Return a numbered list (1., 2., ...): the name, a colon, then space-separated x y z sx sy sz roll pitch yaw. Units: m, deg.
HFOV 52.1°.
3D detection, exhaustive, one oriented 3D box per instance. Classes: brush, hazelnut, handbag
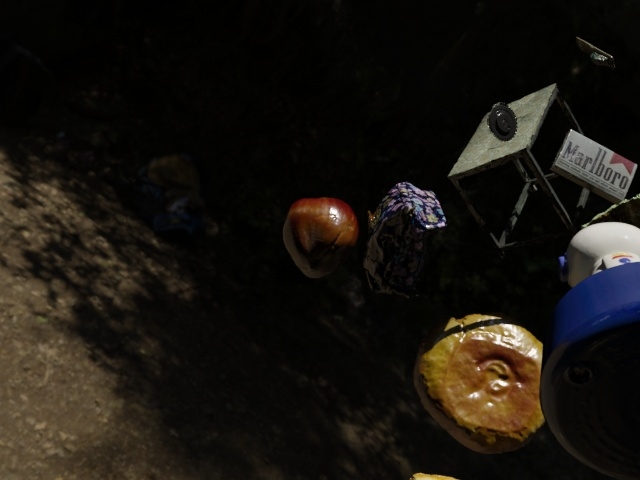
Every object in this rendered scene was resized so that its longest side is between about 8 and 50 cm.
1. brush: 0.665 -0.458 1.607 0.034 0.027 0.190 58 11 -31
2. hazelnut: 0.000 0.000 1.806 0.229 0.229 0.229 38 12 -9
3. handbag: 0.154 0.001 1.271 0.127 0.208 0.229 21 19 -8

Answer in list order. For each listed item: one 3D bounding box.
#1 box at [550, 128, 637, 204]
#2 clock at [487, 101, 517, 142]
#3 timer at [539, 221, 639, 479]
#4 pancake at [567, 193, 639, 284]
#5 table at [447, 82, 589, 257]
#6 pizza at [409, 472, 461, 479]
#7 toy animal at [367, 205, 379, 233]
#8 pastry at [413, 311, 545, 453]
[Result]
1. box: 0.639 -0.172 1.535 0.177 0.115 0.036 30 -22 4
2. clock: 0.370 -0.237 1.324 0.083 0.074 0.010 35 -13 -27
3. timer: 0.425 0.099 0.895 0.270 0.270 0.383 38 30 -9
4. pancake: 0.814 -0.003 1.820 0.197 0.376 0.054 16 25 -9
5. table: 0.534 -0.176 1.677 0.272 0.222 0.335 53 47 -17
6. pizza: 0.277 0.580 1.419 0.188 0.062 0.199 8 8 13
7. toy animal: 0.184 -0.044 2.020 0.179 0.089 0.188 68 18 -63
8. pastry: 0.399 0.342 1.605 0.356 0.356 0.164 44 -13 19
